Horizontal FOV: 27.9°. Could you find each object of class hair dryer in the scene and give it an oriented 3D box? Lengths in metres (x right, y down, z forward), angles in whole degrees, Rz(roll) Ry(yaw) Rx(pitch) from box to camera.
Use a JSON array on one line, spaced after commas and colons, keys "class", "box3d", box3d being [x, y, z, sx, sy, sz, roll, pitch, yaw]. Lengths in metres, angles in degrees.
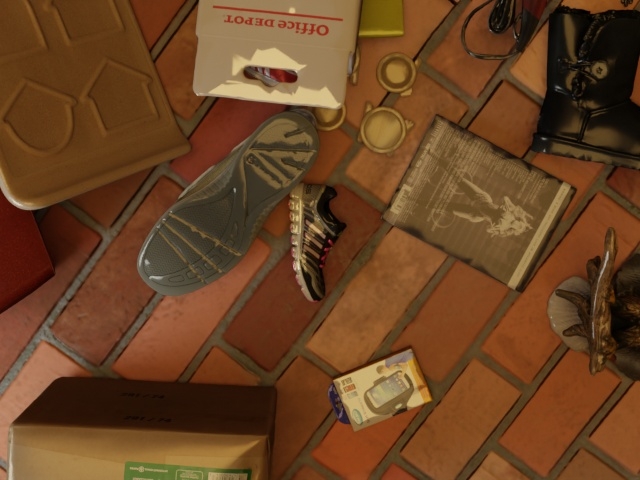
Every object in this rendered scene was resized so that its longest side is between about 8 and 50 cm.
[{"class": "hair dryer", "box3d": [0.297, -0.381, 1.677, 0.293, 0.080, 0.224, -19, 109, 16]}]

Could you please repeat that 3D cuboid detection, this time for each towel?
[{"class": "towel", "box3d": [-0.007, -0.317, 1.744, 0.237, 0.021, 0.102, -2, 79, 2]}]

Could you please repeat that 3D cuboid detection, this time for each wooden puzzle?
[{"class": "wooden puzzle", "box3d": [-0.351, -0.227, 1.660, 0.080, 0.322, 0.348, -23, 93, 38]}]

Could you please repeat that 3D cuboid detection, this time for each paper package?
[{"class": "paper package", "box3d": [-0.223, 0.291, 1.676, 0.324, 0.309, 0.168, 3, 96, 0]}]

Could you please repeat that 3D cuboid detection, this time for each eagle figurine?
[{"class": "eagle figurine", "box3d": [0.476, 0.111, 1.726, 0.298, 0.225, 0.226, 1, 141, -27]}]

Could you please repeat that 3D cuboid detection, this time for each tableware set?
[{"class": "tableware set", "box3d": [0.055, -0.201, 1.767, 0.168, 0.020, 0.141, 18, 95, 1]}]

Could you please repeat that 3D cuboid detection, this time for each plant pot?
[{"class": "plant pot", "box3d": [-0.488, -0.001, 1.692, 0.235, 0.267, 0.267, -21, 95, -10]}]

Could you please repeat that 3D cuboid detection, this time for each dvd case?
[{"class": "dvd case", "box3d": [0.218, -0.051, 1.778, 0.221, 0.018, 0.165, 28, 94, 0]}]

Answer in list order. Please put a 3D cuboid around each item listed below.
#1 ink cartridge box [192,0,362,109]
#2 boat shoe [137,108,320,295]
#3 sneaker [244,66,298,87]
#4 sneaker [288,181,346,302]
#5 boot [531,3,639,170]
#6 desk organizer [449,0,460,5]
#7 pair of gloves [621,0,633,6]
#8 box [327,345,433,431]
[{"class": "ink cartridge box", "box3d": [-0.046, -0.337, 1.672, 0.207, 0.119, 0.354, 7, 82, 1]}, {"class": "boat shoe", "box3d": [-0.120, -0.052, 1.749, 0.118, 0.103, 0.320, 40, 103, -6]}, {"class": "sneaker", "box3d": [-0.075, -0.251, 1.754, 0.118, 0.042, 0.067, 30, 98, -7]}, {"class": "sneaker", "box3d": [0.000, 0.000, 1.765, 0.074, 0.063, 0.171, -5, 91, 8]}, {"class": "boot", "box3d": [0.412, -0.201, 1.719, 0.246, 0.094, 0.207, 11, 99, 7]}, {"class": "desk organizer", "box3d": [0.204, -0.382, 1.732, 0.050, 0.047, 0.130, 39, 95, -5]}, {"class": "pair of gloves", "box3d": [0.443, -0.352, 1.746, 0.083, 0.010, 0.074, 4, 96, 2]}, {"class": "box", "box3d": [0.080, 0.210, 1.802, 0.136, 0.028, 0.081, -23, 95, 2]}]
